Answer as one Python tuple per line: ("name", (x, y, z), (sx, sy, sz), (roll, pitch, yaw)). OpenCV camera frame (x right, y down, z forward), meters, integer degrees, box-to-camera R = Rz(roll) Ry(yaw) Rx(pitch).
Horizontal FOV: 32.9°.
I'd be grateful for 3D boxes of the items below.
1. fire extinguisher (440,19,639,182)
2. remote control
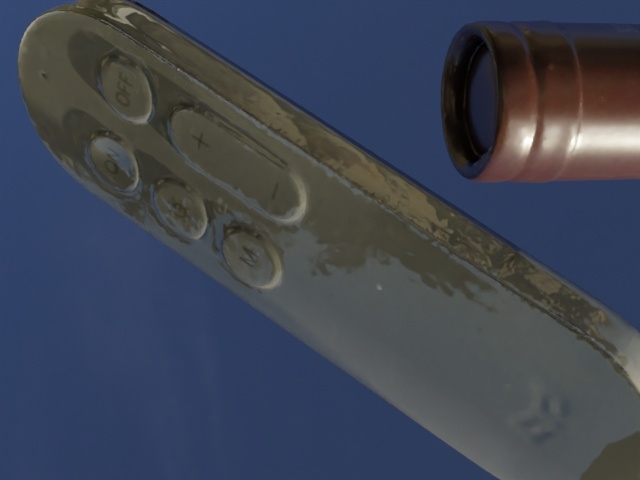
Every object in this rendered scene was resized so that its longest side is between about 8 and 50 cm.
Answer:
("fire extinguisher", (0.260, -0.098, 0.701), (0.344, 0.138, 0.102), (-2, -113, -14))
("remote control", (0.000, 0.000, 0.348), (0.245, 0.077, 0.022), (35, -132, 13))
